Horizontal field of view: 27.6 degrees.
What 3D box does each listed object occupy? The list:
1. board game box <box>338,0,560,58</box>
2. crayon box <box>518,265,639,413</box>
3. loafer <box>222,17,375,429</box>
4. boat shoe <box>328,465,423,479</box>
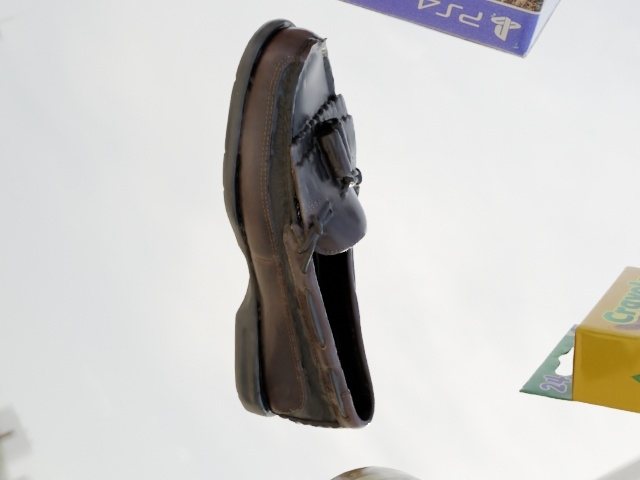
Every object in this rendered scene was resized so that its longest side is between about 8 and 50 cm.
[{"bbox_3d":[0.058,-0.287,0.733,0.232,0.141,0.291,18,-62,11],"label":"board game box"},{"bbox_3d":[0.378,0.105,1.264,0.322,0.203,0.083,8,-70,25],"label":"crayon box"},{"bbox_3d":[0.000,0.000,0.862,0.095,0.109,0.303,17,-53,22],"label":"loafer"},{"bbox_3d":[0.112,0.235,0.530,0.341,0.122,0.110,46,-14,-17],"label":"boat shoe"}]
